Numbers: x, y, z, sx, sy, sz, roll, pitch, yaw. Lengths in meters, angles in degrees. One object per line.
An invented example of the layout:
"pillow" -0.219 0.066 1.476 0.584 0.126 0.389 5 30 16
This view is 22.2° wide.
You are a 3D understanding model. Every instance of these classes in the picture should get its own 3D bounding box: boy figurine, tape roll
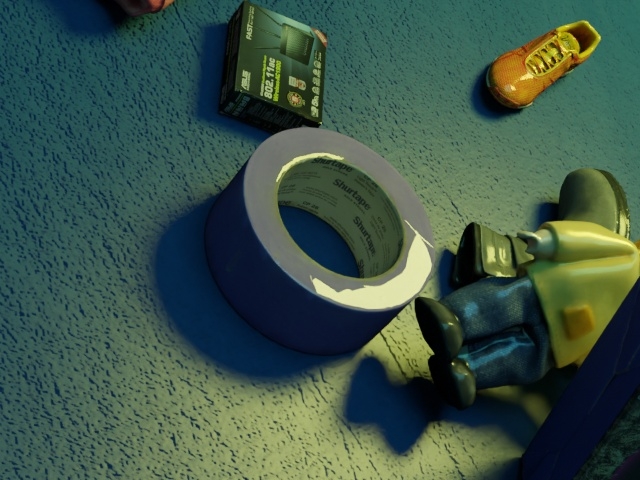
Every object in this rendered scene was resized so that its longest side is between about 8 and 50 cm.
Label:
"boy figurine" 0.231 0.065 1.438 0.285 0.092 0.177 -16 105 -11
"tape roll" 0.000 0.000 1.423 0.189 0.080 0.189 17 50 -22

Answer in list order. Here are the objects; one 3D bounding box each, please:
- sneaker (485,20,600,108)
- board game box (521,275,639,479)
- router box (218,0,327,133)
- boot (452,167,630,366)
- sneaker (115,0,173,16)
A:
"sneaker" 0.234 -0.193 1.733 0.064 0.067 0.175 48 47 4
"board game box" 0.346 0.196 1.355 0.291 0.232 0.141 23 32 -7
"router box" -0.044 -0.159 1.541 0.092 0.038 0.122 19 49 -20
"boot" 0.209 0.008 1.559 0.161 0.083 0.246 18 49 -16
"sneaker" -0.238 -0.324 1.480 0.314 0.116 0.136 37 46 -5
